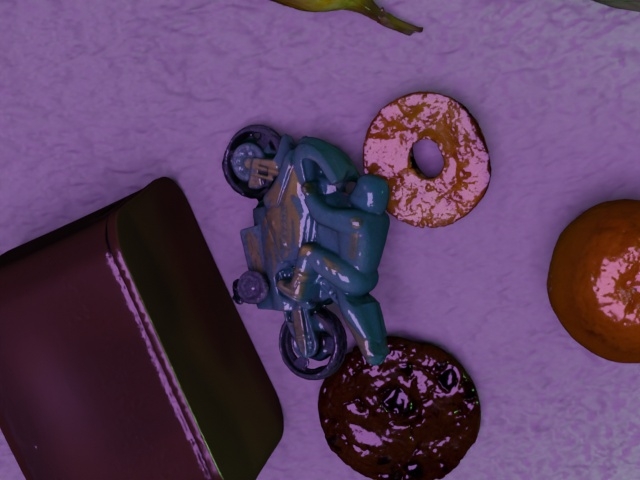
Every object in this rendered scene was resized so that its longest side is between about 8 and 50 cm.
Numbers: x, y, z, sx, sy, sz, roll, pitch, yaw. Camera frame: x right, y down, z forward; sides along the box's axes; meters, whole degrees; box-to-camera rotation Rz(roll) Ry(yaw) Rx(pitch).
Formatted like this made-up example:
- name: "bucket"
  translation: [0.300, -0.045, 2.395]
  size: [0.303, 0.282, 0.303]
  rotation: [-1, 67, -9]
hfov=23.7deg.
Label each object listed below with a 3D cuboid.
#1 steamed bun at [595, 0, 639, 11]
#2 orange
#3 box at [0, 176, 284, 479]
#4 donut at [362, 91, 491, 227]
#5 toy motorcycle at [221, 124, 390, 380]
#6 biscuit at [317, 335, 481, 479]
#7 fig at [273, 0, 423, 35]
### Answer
- name: "steamed bun"
  translation: [0.316, -0.374, 1.460]
  size: [0.394, 0.237, 0.347]
  rotation: [38, 120, 9]
- name: "orange"
  translation: [0.332, 0.043, 1.641]
  size: [0.177, 0.155, 0.178]
  rotation: [0, 107, 1]
- name: "box"
  translation: [-0.227, 0.139, 1.716]
  size: [0.229, 0.239, 0.339]
  rotation: [-21, 100, 16]
- name: "donut"
  translation: [0.119, -0.092, 1.690]
  size: [0.151, 0.058, 0.152]
  rotation: [2, 104, 9]
- name: "toy motorcycle"
  translation: [0.000, 0.002, 1.690]
  size: [0.198, 0.109, 0.297]
  rotation: [-15, 86, 31]
- name: "biscuit"
  translation: [0.091, 0.200, 1.777]
  size: [0.192, 0.049, 0.192]
  rotation: [4, 109, 11]
- name: "fig"
  translation: [0.007, -0.293, 1.628]
  size: [0.257, 0.159, 0.159]
  rotation: [33, 108, -21]
